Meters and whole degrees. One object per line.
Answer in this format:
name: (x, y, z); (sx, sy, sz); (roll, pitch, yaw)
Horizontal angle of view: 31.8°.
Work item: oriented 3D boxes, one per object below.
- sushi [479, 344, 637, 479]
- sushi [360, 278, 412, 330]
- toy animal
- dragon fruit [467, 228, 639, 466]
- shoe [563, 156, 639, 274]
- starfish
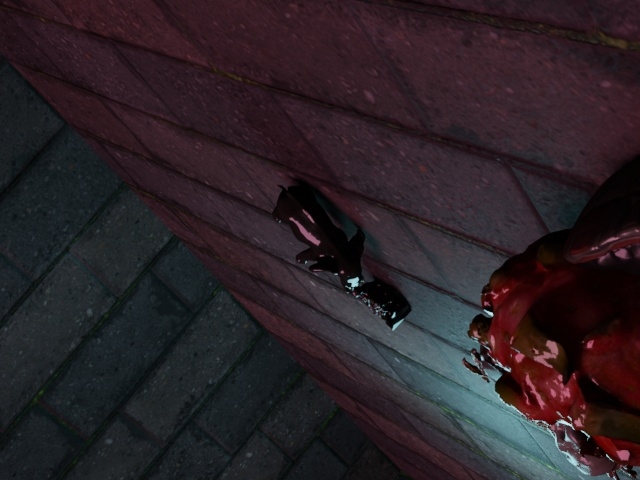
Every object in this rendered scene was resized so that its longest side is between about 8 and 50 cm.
sushi: (0.367, 0.239, 1.734); (0.332, 0.130, 0.124); (39, 167, 3)
sushi: (0.119, 0.115, 2.170); (0.083, 0.056, 0.085); (38, 170, 39)
toy animal: (-0.003, 0.005, 1.996); (0.245, 0.114, 0.146); (41, 167, -7)
dragon fruit: (0.318, 0.120, 1.258); (0.302, 0.231, 0.237); (35, 161, 23)
shoe: (0.351, -0.002, 1.051); (0.137, 0.114, 0.291); (39, 164, -21)
starfish: (0.348, 0.273, 2.089); (0.240, 0.043, 0.227); (30, 162, 46)
